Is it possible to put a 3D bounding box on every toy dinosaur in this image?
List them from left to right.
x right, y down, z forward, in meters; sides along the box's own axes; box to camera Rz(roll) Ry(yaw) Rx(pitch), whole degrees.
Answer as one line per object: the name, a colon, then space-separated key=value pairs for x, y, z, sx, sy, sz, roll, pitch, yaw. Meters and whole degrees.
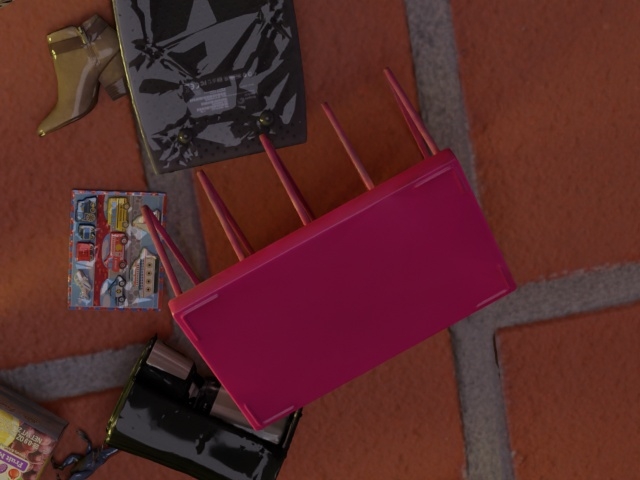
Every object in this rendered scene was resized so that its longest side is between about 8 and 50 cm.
toy dinosaur: x=-0.241 y=0.228 z=1.848 sx=0.082 sy=0.047 sz=0.090 roll=-15 pitch=143 yaw=-12

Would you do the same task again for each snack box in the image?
snack box: x=-0.381 y=0.237 z=1.789 sx=0.174 sy=0.070 sz=0.207 roll=28 pitch=103 yaw=-2

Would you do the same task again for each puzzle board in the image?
puzzle board: x=-0.206 y=0.012 z=1.786 sx=0.096 sy=0.011 sz=0.128 roll=2 pitch=108 yaw=-8

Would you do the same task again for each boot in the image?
boot: x=-0.242 y=-0.164 z=1.713 sx=0.118 sy=0.042 sz=0.087 roll=-28 pitch=103 yaw=1

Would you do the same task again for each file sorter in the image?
file sorter: x=0.000 y=0.000 z=1.698 sx=0.291 sy=0.182 sz=0.202 roll=-29 pitch=136 yaw=1

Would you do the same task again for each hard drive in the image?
hard drive: x=-0.111 y=-0.203 z=1.699 sx=0.172 sy=0.054 sz=0.254 roll=-13 pitch=109 yaw=-10

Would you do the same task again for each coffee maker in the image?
coffee maker: x=-0.126 y=0.204 z=1.779 sx=0.178 sy=0.171 sz=0.120 roll=22 pitch=148 yaw=-2

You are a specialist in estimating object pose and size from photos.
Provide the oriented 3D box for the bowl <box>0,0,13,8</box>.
bowl: x=-0.337 y=-0.285 z=1.637 sx=0.170 sy=0.080 sz=0.170 roll=-2 pitch=108 yaw=-8
